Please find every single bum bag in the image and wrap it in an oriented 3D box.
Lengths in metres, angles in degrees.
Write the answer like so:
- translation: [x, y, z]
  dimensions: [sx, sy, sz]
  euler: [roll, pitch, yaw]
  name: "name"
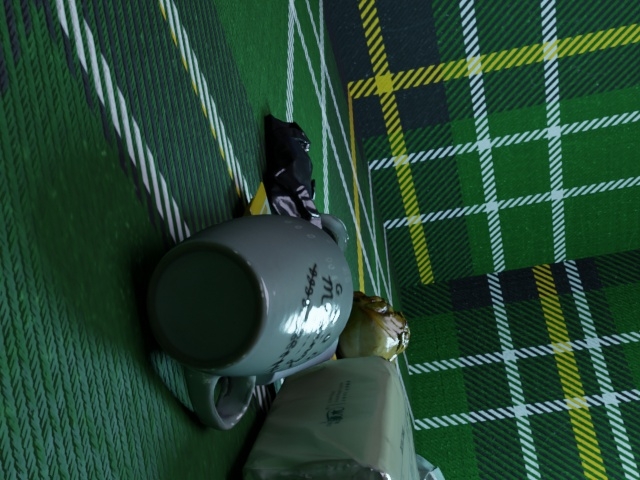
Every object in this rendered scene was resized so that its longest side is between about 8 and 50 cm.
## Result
- translation: [-0.056, -0.128, 1.628]
  dimensions: [0.137, 0.074, 0.310]
  euler: [40, 30, -40]
  name: "bum bag"

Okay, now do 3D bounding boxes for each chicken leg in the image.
- translation: [0.120, 0.260, 2.114]
  dimensions: [0.295, 0.182, 0.409]
  euler: [-114, -172, -47]
  name: "chicken leg"

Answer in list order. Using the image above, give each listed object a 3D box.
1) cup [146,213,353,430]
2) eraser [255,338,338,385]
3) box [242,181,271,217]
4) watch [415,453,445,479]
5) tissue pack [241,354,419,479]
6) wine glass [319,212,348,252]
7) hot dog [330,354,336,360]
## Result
- translation: [-0.092, 0.099, 0.946]
  dimensions: [0.234, 0.186, 0.258]
  euler: [-7, 115, -73]
  name: "cup"
- translation: [-0.057, 0.095, 1.205]
  dimensions: [0.290, 0.104, 0.189]
  euler: [3, 84, -73]
  name: "eraser"
- translation: [-0.088, 0.040, 1.383]
  dimensions: [0.129, 0.033, 0.247]
  euler: [-75, 154, -66]
  name: "box"
- translation: [0.180, 0.575, 1.777]
  dimensions: [0.241, 0.253, 0.162]
  euler: [-62, 175, 6]
  name: "watch"
- translation: [0.032, 0.365, 1.218]
  dimensions: [0.380, 0.207, 0.297]
  euler: [-56, 137, -77]
  name: "tissue pack"
- translation: [0.000, 0.000, 1.721]
  dimensions: [0.204, 0.111, 0.111]
  euler: [-44, 124, -80]
  name: "wine glass"
- translation: [-0.019, 0.169, 1.543]
  dimensions: [0.115, 0.072, 0.269]
  euler: [-42, 123, -80]
  name: "hot dog"
